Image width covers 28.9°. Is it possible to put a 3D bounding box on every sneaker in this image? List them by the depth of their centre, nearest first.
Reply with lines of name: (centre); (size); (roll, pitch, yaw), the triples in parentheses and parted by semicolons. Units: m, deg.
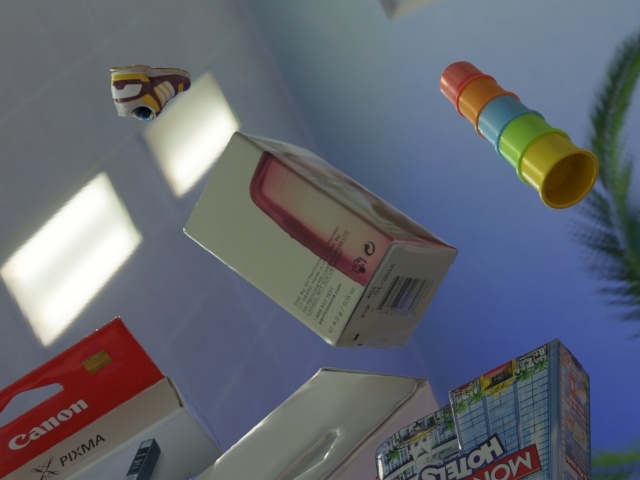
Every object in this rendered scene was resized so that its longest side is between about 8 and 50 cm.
sneaker: (-0.264, -0.226, 1.932); (0.185, 0.069, 0.084); (-7, -84, -61)

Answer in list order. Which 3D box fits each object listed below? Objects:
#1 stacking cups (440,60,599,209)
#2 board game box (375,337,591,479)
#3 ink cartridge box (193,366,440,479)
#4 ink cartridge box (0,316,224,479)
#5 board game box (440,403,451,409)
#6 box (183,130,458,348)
stacking cups: (0.267, -0.160, 1.790); (0.096, 0.096, 0.316); (45, -178, -42)
board game box: (0.127, 0.199, 0.937); (0.060, 0.194, 0.194); (47, -157, -34)
ink cartridge box: (0.037, 0.366, 1.249); (0.285, 0.166, 0.395); (-38, -65, -36)
ink cartridge box: (-0.295, 0.255, 1.468); (0.066, 0.296, 0.261); (56, 177, 41)
board game box: (0.149, 0.324, 1.739); (0.243, 0.042, 0.165); (-12, -100, -33)
box: (0.000, 0.000, 1.302); (0.232, 0.127, 0.148); (36, -165, 30)
